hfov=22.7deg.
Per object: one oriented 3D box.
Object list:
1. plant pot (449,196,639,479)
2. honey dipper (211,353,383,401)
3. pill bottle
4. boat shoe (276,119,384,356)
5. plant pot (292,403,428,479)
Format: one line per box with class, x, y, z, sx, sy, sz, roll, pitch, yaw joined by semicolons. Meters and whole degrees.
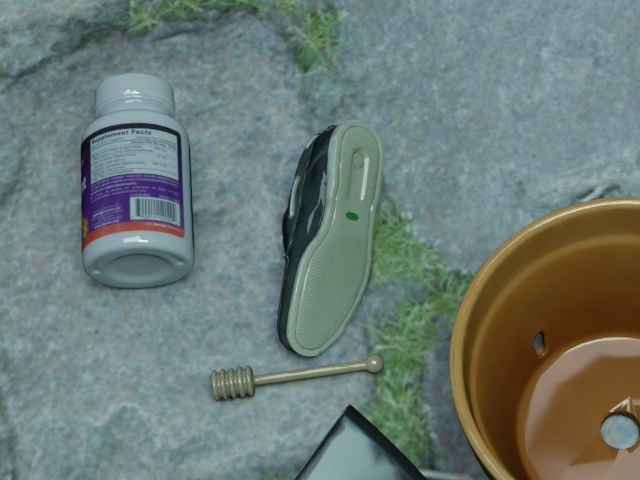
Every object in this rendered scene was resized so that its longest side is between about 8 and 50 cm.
plant pot;0.260;0.136;1.353;0.291;0.203;0.290;-3;65;7
honey dipper;-0.021;0.124;1.491;0.161;0.030;0.030;-9;65;2
pill bottle;-0.179;-0.060;1.551;0.108;0.108;0.193;-6;65;5
boat shoe;0.000;0.000;1.531;0.079;0.084;0.233;-5;67;48
plant pot;0.033;0.276;1.340;0.167;0.187;0.188;35;74;10
